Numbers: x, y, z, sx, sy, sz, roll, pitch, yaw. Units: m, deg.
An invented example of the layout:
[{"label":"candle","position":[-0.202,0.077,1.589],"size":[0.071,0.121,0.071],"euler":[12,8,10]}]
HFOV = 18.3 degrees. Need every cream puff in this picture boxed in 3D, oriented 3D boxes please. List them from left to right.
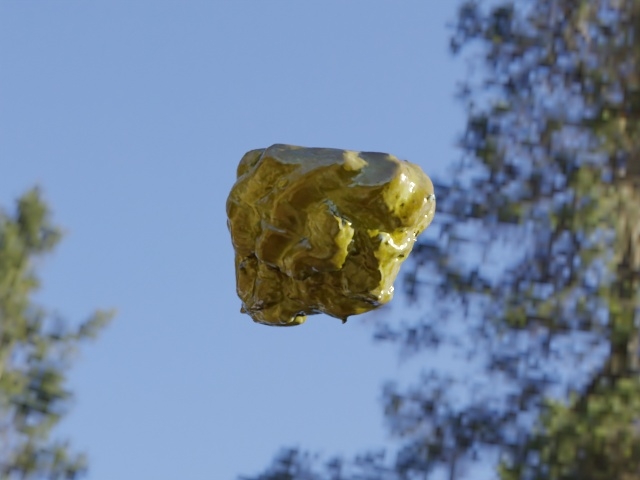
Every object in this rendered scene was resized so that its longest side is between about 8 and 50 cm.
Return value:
[{"label":"cream puff","position":[0.000,0.000,1.302],"size":[0.146,0.116,0.146],"euler":[9,-7,1]}]
